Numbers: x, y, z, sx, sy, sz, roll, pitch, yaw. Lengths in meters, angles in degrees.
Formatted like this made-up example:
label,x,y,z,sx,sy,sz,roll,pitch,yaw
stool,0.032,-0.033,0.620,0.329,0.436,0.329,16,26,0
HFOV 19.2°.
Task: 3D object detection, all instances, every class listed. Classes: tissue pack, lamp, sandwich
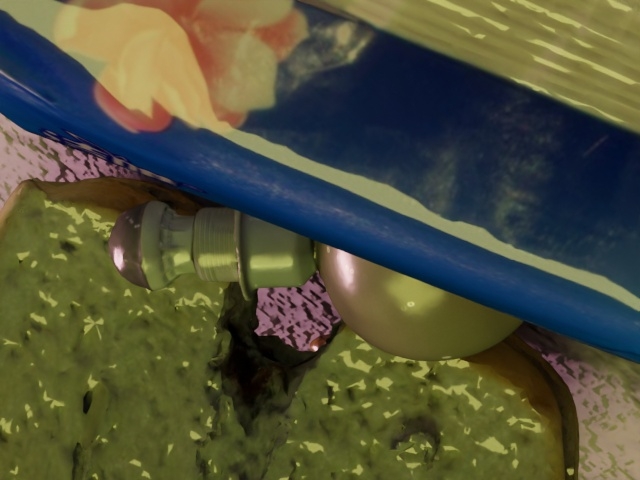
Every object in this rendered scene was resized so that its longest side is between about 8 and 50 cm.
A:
label,x,y,z,sx,sy,sz,roll,pitch,yaw
tissue pack,0.039,-0.051,0.552,0.270,0.137,0.209,24,-179,-5
lamp,0.000,0.000,0.714,0.163,0.091,0.091,0,139,9
sandwich,-0.042,0.117,0.790,0.273,0.249,0.095,22,-178,2

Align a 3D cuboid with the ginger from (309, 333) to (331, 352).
label,x,y,z,sx,sy,sz,roll,pitch,yaw
ginger,0.027,0.080,0.865,0.097,0.030,0.048,37,139,-16
